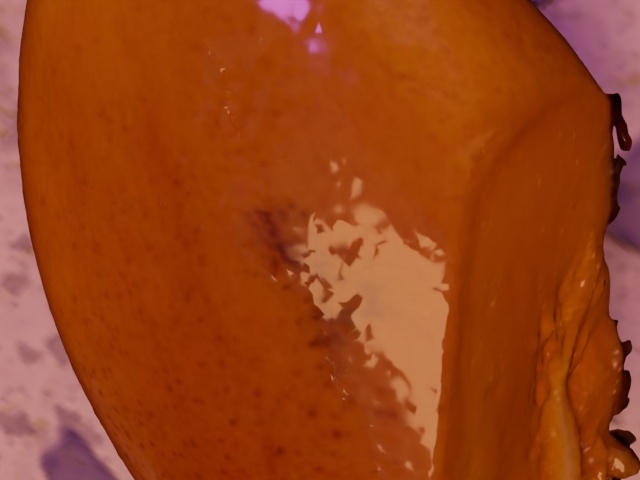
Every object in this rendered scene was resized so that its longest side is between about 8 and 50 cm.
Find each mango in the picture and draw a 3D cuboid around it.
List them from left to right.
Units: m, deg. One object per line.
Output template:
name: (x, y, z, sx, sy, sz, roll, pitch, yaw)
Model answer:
mango: (0.000, 0.000, 0.473, 0.154, 0.126, 0.252, -5, 116, 38)
